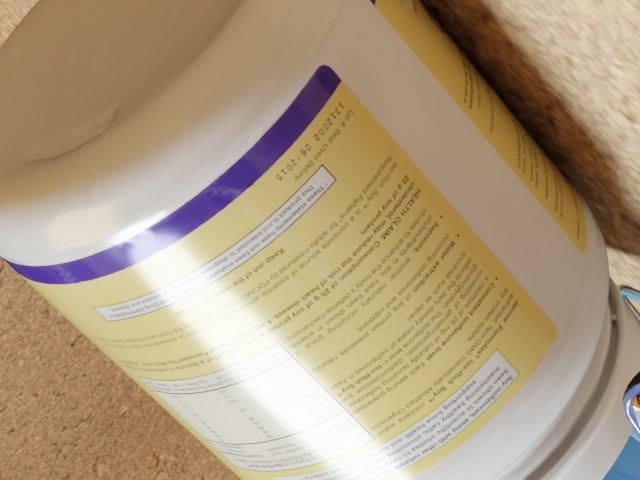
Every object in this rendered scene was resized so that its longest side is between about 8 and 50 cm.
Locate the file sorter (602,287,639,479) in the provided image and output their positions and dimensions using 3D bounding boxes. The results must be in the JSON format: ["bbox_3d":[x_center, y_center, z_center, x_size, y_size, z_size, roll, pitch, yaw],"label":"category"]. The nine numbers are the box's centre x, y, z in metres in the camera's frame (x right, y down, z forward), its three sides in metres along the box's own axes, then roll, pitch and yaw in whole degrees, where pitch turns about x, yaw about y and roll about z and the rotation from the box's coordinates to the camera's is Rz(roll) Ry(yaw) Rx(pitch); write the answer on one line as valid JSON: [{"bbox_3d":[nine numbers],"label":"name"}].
[{"bbox_3d":[0.177,0.128,1.144,0.118,0.170,0.104,26,158,53],"label":"file sorter"}]

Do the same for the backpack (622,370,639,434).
[{"bbox_3d":[0.262,0.102,0.689,0.263,0.213,0.276,33,170,-21],"label":"backpack"}]

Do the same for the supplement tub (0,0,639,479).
[{"bbox_3d":[0.000,0.000,1.025,0.331,0.241,0.241,47,167,-31],"label":"supplement tub"}]
